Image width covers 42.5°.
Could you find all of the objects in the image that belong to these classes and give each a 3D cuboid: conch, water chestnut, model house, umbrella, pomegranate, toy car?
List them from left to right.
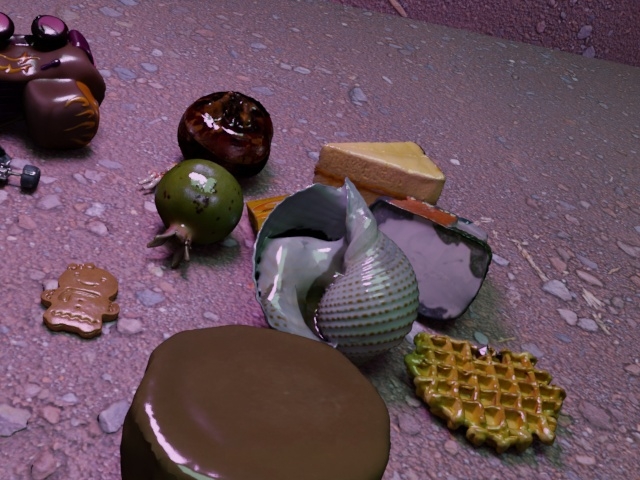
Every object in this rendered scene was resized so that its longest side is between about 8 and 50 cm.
[{"bbox_3d":[-0.732,-0.175,1.633,0.349,0.094,0.143,14,37,-10],"label":"umbrella"},{"bbox_3d":[-0.636,-0.319,1.781,0.341,0.271,0.240,-6,60,-29],"label":"toy car"},{"bbox_3d":[-0.254,-0.053,1.628,0.182,0.181,0.224,23,55,8],"label":"pomegranate"},{"bbox_3d":[-0.206,-0.248,1.877,0.224,0.238,0.223,15,43,-14],"label":"water chestnut"},{"bbox_3d":[0.020,0.071,1.506,0.303,0.215,0.319,-5,68,-10],"label":"conch"},{"bbox_3d":[0.241,0.024,1.770,0.272,0.190,0.301,24,18,17],"label":"model house"}]

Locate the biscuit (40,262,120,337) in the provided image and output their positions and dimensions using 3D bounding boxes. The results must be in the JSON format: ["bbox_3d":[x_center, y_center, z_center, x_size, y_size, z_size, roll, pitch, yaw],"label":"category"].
[{"bbox_3d":[-0.411,0.101,1.439,0.134,0.027,0.184,19,33,4],"label":"biscuit"}]

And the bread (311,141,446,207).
[{"bbox_3d":[0.130,-0.121,1.910,0.264,0.167,0.163,-4,39,-25],"label":"bread"}]

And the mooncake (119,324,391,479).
[{"bbox_3d":[-0.096,0.293,1.162,0.379,0.200,0.378,14,28,-8],"label":"mooncake"}]

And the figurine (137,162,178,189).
[{"bbox_3d":[-0.349,-0.135,1.802,0.109,0.047,0.064,-29,62,-38],"label":"figurine"}]

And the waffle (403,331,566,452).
[{"bbox_3d":[0.302,0.267,1.505,0.283,0.065,0.309,-22,53,-42],"label":"waffle"}]

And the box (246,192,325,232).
[{"bbox_3d":[-0.068,-0.060,1.689,0.153,0.043,0.269,-11,10,-8],"label":"box"}]
